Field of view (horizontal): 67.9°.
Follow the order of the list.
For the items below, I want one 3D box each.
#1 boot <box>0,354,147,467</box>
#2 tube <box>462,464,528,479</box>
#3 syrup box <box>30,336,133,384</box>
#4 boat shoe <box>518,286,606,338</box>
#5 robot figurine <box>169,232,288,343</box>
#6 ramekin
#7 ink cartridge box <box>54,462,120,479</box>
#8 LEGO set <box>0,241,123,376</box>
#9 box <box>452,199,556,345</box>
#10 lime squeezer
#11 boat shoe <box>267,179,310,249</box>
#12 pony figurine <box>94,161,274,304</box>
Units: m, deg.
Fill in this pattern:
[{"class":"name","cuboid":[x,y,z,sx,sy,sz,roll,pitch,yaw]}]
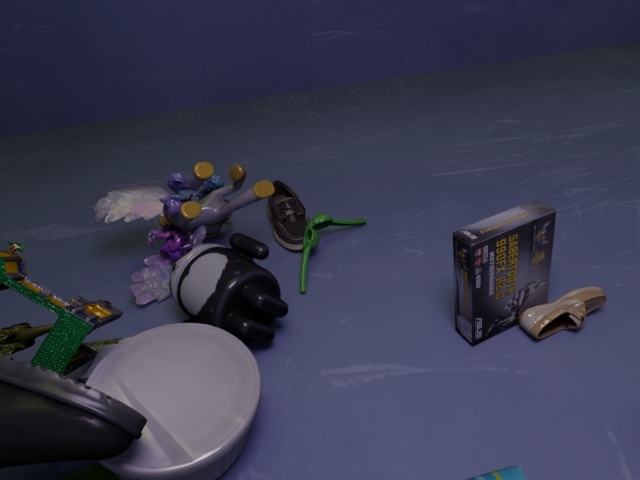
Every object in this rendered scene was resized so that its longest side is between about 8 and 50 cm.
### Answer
[{"class":"boot","cuboid":[-0.453,0.351,0.519,0.366,0.146,0.446,15,58,5]},{"class":"tube","cuboid":[0.180,0.360,0.648,0.206,0.052,0.080,-13,-8,-3]},{"class":"syrup box","cuboid":[-0.431,0.259,0.913,0.236,0.093,0.096,-8,34,3]},{"class":"boat shoe","cuboid":[0.461,0.141,0.887,0.169,0.063,0.059,-22,37,0]},{"class":"robot figurine","cuboid":[-0.198,0.110,0.996,0.209,0.174,0.278,-32,40,-33]},{"class":"ramekin","cuboid":[-0.233,0.275,0.771,0.272,0.127,0.273,4,37,-3]},{"class":"ink cartridge box","cuboid":[-0.380,0.420,0.666,0.188,0.097,0.255,-19,36,-12]},{"class":"LEGO set","cuboid":[-0.490,0.179,0.774,0.254,0.332,0.192,23,-4,-6]},{"class":"box","cuboid":[0.336,0.062,0.877,0.182,0.231,0.056,-20,32,-15]},{"class":"lime squeezer","cuboid":[0.000,0.000,1.186,0.058,0.110,0.310,-18,21,45]},{"class":"boat shoe","cuboid":[-0.091,-0.075,1.307,0.102,0.093,0.285,-15,35,-11]},{"class":"pony figurine","cuboid":[-0.324,-0.049,1.153,0.350,0.303,0.363,-21,-7,-34]}]
